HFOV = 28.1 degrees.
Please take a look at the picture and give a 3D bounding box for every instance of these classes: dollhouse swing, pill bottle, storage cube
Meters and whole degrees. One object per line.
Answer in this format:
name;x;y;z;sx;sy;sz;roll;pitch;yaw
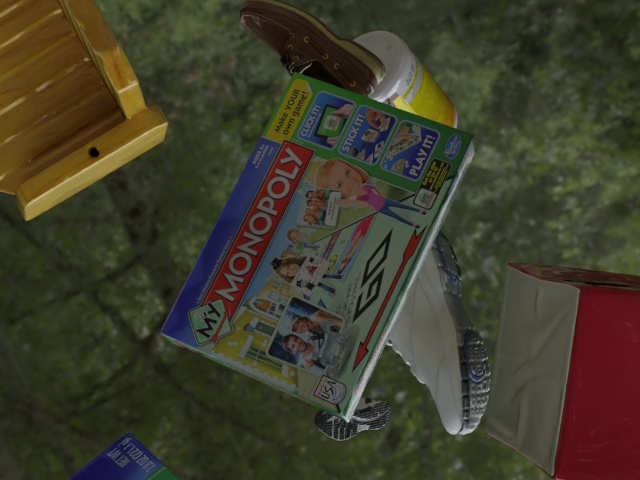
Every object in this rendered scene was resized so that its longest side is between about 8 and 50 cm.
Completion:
dollhouse swing;-0.384;-0.233;1.562;0.315;0.347;0.305;-30;179;9
pill bottle;0.110;-0.181;1.734;0.117;0.117;0.215;-16;146;25
storage cube;0.293;0.134;1.274;0.193;0.215;0.183;7;-175;-15

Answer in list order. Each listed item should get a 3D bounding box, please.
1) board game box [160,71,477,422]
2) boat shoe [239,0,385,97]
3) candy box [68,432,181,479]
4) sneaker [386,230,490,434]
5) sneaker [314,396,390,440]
board game box;0.000;0.000;1.321;0.317;0.213;0.046;-64;161;-12
boat shoe;-0.016;-0.210;1.421;0.060;0.178;0.064;-59;178;-20
candy box;-0.182;0.351;1.011;0.317;0.268;0.122;-39;149;-25
sneaker;0.147;0.128;1.764;0.129;0.297;0.111;-22;160;21
sneaker;0.028;0.195;1.421;0.043;0.040;0.109;16;-170;41
